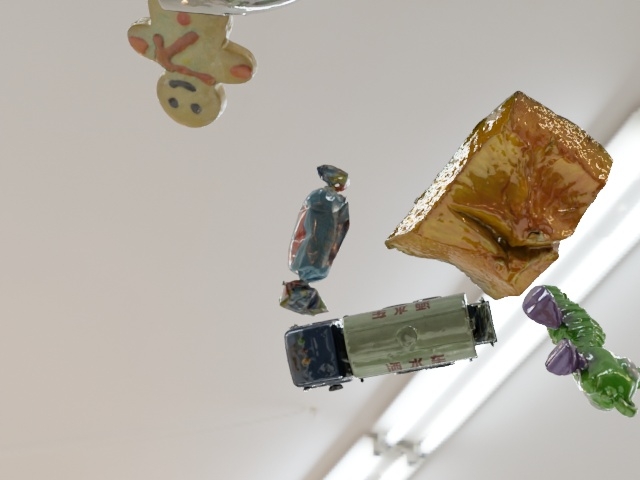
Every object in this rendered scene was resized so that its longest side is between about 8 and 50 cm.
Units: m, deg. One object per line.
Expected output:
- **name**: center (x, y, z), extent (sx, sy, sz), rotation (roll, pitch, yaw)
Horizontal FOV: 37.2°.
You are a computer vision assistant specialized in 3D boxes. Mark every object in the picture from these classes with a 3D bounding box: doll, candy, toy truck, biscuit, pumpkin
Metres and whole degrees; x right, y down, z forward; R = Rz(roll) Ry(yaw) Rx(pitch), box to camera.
- **doll**: center (0.231, 0.090, 0.835), extent (0.115, 0.190, 0.050), rotation (32, -71, -23)
- **candy**: center (0.001, 0.000, 0.490), extent (0.030, 0.083, 0.020), rotation (22, -22, -11)
- **toy truck**: center (0.067, 0.099, 0.917), extent (0.202, 0.074, 0.088), rotation (-12, -6, 9)
- **biscuit**: center (-0.142, -0.220, 1.050), extent (0.153, 0.030, 0.234), rotation (21, -45, 8)
- **pumpkin**: center (0.089, -0.017, 0.454), extent (0.073, 0.035, 0.101), rotation (33, -81, -14)

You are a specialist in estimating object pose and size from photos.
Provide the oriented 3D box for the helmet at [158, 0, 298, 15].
- **helmet**: center (-0.023, -0.193, 0.490), extent (0.107, 0.176, 0.153), rotation (23, -12, 12)
